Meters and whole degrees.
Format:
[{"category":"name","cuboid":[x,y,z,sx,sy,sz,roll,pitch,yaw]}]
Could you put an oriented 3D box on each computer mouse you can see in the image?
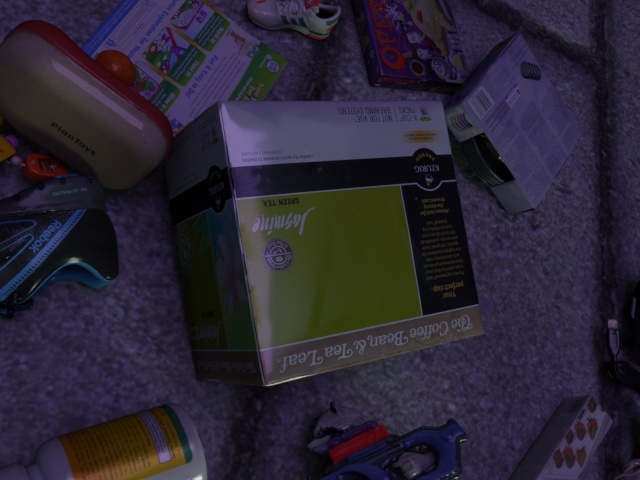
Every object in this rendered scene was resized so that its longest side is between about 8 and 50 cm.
[{"category":"computer mouse","cuboid":[0.592,0.157,1.314,0.184,0.060,0.262,19,74,-26]}]

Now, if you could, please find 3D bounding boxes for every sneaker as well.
[{"category":"sneaker","cuboid":[-0.041,-0.384,1.157,0.161,0.075,0.057,6,68,-28]},{"category":"sneaker","cuboid":[-0.390,0.024,0.778,0.341,0.125,0.140,-17,85,-31]}]

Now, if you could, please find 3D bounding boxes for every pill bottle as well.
[{"category":"pill bottle","cuboid":[-0.242,0.263,0.770,0.208,0.117,0.117,-12,77,-32]}]

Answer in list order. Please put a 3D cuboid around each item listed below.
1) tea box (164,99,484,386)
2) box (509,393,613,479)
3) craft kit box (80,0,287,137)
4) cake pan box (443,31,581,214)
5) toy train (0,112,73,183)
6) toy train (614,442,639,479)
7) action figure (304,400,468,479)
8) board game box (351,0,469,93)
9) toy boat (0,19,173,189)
[{"category":"tea box","cuboid":[0.000,0.000,0.918,0.329,0.220,0.323,-6,84,-31]},{"category":"box","cuboid":[0.352,0.370,1.092,0.324,0.067,0.063,-40,93,-35]},{"category":"craft kit box","cuboid":[-0.205,-0.248,1.028,0.246,0.061,0.250,34,59,-11]},{"category":"cake pan box","cuboid":[0.360,-0.215,1.297,0.246,0.070,0.267,49,56,-15]},{"category":"toy train","cuboid":[-0.393,-0.130,0.886,0.125,0.046,0.166,-9,66,-55]},{"category":"toy train","cuboid":[0.586,0.321,1.208,0.248,0.105,0.143,0,77,-29]},{"category":"action figure","cuboid":[0.043,0.377,0.897,0.341,0.178,0.330,-16,71,-5]},{"category":"board game box","cuboid":[0.153,-0.443,1.309,0.208,0.056,0.347,-4,73,-26]},{"category":"toy boat","cuboid":[-0.283,-0.184,0.874,0.231,0.151,0.151,37,47,-23]}]
